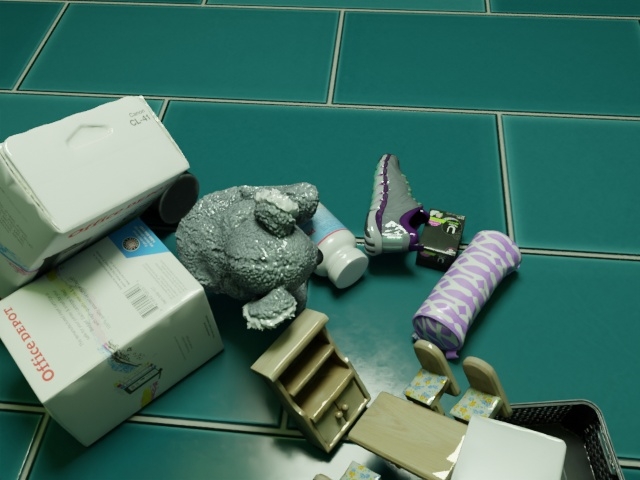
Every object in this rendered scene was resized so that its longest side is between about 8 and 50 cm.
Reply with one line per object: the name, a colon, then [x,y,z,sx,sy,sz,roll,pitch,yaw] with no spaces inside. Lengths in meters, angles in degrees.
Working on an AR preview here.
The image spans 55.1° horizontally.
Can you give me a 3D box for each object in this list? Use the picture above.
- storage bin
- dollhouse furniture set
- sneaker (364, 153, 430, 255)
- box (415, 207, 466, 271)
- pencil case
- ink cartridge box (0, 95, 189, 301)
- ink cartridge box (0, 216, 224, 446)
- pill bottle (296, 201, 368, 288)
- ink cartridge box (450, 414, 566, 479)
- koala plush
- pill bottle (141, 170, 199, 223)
storage bin: [0.261,0.275,0.762,0.180,0.084,0.122,-4,54,0]
dollhouse furniture set: [0.059,0.196,0.720,0.242,0.161,0.212,11,48,48]
sneaker: [0.132,-0.057,1.007,0.098,0.083,0.223,5,47,10]
box: [0.194,0.000,0.990,0.062,0.052,0.083,15,56,14]
pencil case: [0.222,0.076,0.915,0.088,0.086,0.206,46,64,-8]
ink cartridge box: [-0.359,-0.044,0.854,0.131,0.306,0.226,55,44,-5]
ink cartridge box: [-0.285,0.125,0.844,0.233,0.168,0.171,-35,59,-21]
pill bottle: [0.000,0.000,0.976,0.087,0.087,0.160,-33,58,-20]
ink cartridge box: [0.166,0.304,0.589,0.093,0.219,0.160,12,43,23]
koala plush: [-0.079,0.018,0.807,0.203,0.196,0.221,5,8,-20]
pill bottle: [-0.320,-0.117,1.055,0.219,0.122,0.123,29,60,21]
